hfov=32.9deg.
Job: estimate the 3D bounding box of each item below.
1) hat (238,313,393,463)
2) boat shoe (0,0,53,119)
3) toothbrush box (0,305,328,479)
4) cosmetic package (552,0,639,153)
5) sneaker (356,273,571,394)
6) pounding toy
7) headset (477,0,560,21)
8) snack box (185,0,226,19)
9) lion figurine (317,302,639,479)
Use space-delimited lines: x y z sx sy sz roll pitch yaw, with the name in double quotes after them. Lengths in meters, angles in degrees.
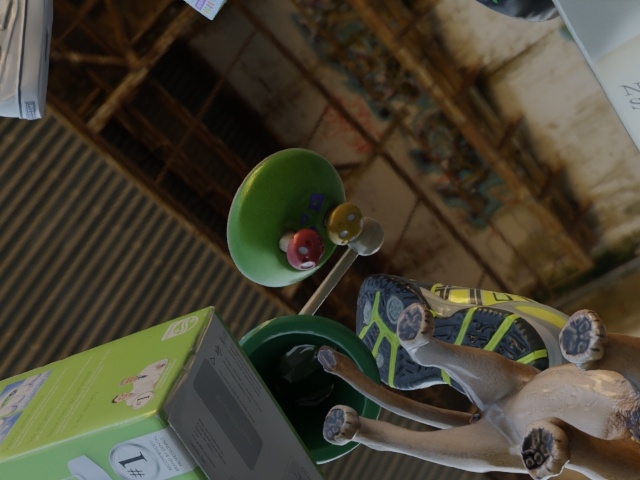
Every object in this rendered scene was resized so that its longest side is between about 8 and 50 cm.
-0.015 0.145 1.259 0.183 0.173 0.208 -88 -14 -70 "hat"
-0.386 -0.270 1.367 0.084 0.095 0.258 0 -121 -7 "boat shoe"
-0.153 0.195 0.761 0.206 0.283 0.122 59 -155 -21 "toothbrush box"
0.276 -0.149 0.749 0.309 0.160 0.113 38 -130 -49 "cosmetic package"
0.184 0.127 1.386 0.147 0.385 0.145 -1 -80 -34 "sneaker"
0.000 0.000 1.371 0.183 0.110 0.237 -54 -45 -10 "pounding toy"
0.300 -0.451 1.491 0.243 0.185 0.394 43 -134 5 "headset"
-0.054 -0.320 0.985 0.070 0.174 0.207 36 -103 -10 "snack box"
0.186 0.129 0.770 0.240 0.392 0.142 19 -96 -31 "lion figurine"
